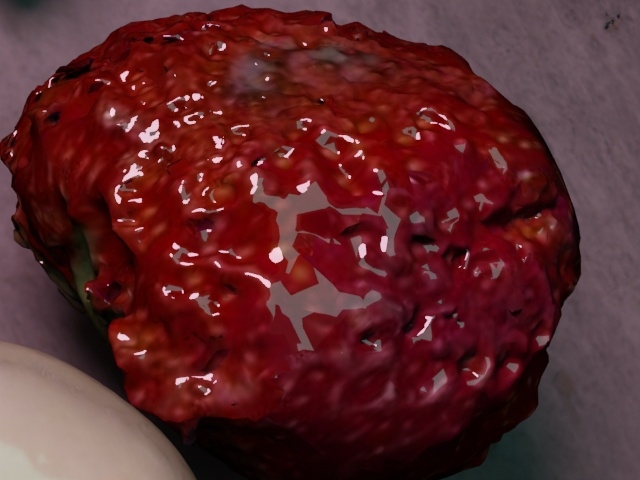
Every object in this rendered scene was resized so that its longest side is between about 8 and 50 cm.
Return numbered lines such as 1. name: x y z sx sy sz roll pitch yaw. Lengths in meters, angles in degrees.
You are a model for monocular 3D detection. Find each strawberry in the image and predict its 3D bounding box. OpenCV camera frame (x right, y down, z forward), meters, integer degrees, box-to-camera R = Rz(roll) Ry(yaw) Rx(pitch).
1. strawberry: 0.000 0.000 0.752 0.220 0.274 0.274 -39 91 0

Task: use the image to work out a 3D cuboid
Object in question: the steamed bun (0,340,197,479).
1. steamed bun: -0.191 0.209 0.612 0.334 0.233 0.312 -6 78 -19
